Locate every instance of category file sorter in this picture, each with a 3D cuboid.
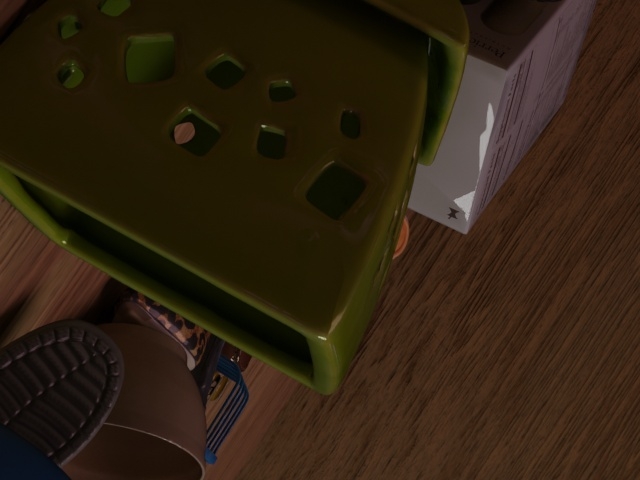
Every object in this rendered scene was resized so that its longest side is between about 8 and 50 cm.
[{"bbox_3d":[-0.152,0.178,1.235,0.104,0.118,0.170,-57,172,-14],"label":"file sorter"}]

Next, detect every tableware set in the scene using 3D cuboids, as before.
[{"bbox_3d":[-0.152,0.195,1.627,0.104,0.024,0.154,-59,171,-5],"label":"tableware set"}]

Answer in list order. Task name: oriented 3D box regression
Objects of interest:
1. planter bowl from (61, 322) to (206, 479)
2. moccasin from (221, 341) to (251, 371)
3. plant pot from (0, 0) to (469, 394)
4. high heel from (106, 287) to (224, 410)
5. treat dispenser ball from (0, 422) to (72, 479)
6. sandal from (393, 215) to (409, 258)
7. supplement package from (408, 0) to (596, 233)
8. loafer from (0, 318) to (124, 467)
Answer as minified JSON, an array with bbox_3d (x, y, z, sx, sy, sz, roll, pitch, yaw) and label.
[{"bbox_3d":[-0.171,0.139,0.926,0.162,0.162,0.109,111,-12,-57],"label":"planter bowl"},{"bbox_3d":[0.000,0.001,1.314,0.380,0.147,0.139,-54,171,-13],"label":"moccasin"},{"bbox_3d":[-0.041,-0.061,0.627,0.207,0.227,0.228,-60,172,-14],"label":"plant pot"},{"bbox_3d":[-0.137,0.044,1.058,0.261,0.093,0.186,74,26,-63],"label":"high heel"},{"bbox_3d":[-0.205,0.194,0.411,0.288,0.288,0.288,-54,171,-12],"label":"treat dispenser ball"},{"bbox_3d":[0.027,-0.030,1.186,0.265,0.076,0.102,13,90,-43],"label":"sandal"},{"bbox_3d":[0.129,-0.187,1.060,0.263,0.199,0.198,-49,157,-40],"label":"supplement package"},{"bbox_3d":[-0.247,0.152,0.761,0.251,0.094,0.087,-44,-168,-19],"label":"loafer"}]
